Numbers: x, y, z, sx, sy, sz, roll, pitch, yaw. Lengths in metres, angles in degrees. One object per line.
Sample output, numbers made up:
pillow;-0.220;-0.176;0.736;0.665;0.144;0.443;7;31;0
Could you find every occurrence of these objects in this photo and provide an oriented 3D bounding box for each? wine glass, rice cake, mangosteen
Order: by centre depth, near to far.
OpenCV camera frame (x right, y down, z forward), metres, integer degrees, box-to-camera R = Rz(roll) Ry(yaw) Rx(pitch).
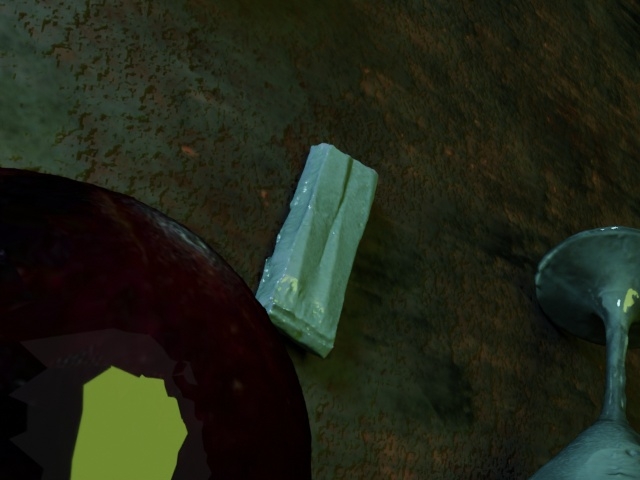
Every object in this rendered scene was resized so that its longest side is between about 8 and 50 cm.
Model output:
mangosteen;-0.156;0.108;0.411;0.297;0.293;0.297;3;79;-13
rice cake;0.000;0.000;0.781;0.085;0.040;0.226;39;49;-26
wine glass;0.309;0.184;0.867;0.267;0.267;0.406;45;41;-22
